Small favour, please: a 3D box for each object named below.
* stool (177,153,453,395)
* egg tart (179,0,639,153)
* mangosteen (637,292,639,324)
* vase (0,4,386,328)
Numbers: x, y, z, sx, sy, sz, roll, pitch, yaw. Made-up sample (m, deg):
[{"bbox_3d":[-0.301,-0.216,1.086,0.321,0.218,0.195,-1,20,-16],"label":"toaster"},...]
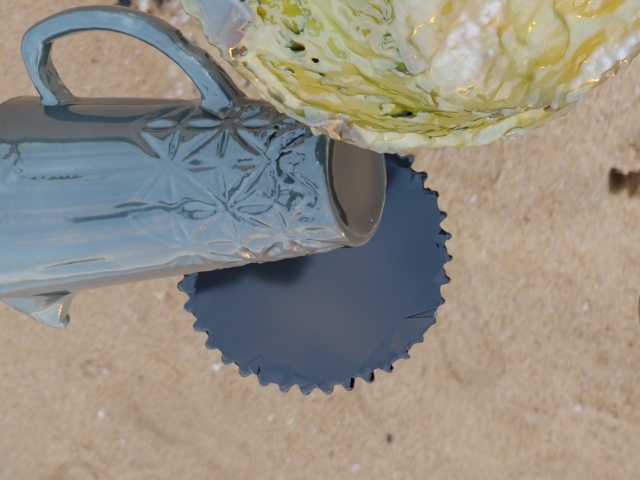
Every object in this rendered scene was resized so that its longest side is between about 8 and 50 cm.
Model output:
[{"bbox_3d":[0.000,0.000,1.424,0.297,0.330,0.297,0,96,3],"label":"stool"},{"bbox_3d":[0.089,-0.168,0.631,0.132,0.341,0.341,53,132,43],"label":"egg tart"},{"bbox_3d":[0.505,0.085,1.558,0.200,0.200,0.199,8,116,16],"label":"mangosteen"},{"bbox_3d":[-0.110,-0.051,0.881,0.301,0.156,0.251,-2,111,27],"label":"vase"}]
